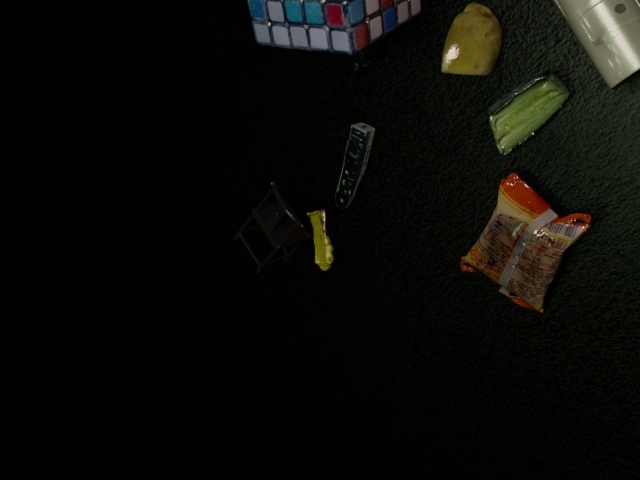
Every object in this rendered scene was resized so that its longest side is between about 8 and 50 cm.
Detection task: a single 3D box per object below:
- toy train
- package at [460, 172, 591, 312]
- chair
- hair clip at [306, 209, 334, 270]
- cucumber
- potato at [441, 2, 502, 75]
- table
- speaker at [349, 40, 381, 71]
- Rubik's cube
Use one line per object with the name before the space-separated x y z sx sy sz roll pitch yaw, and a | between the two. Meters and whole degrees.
toy train | 0.087 -0.190 1.691 0.052 0.051 0.233 31 127 28
package | 0.438 0.014 1.430 0.223 0.108 0.288 36 128 27
chair | -0.120 -0.043 1.852 0.154 0.141 0.260 55 133 13
hair clip | 0.000 0.000 1.834 0.072 0.046 0.173 -3 102 51
cucumber | 0.420 -0.278 1.361 0.115 0.085 0.193 29 135 -25
potato | 0.322 -0.423 1.362 0.081 0.120 0.149 15 115 37
table | 0.533 -0.404 1.189 0.126 0.126 0.219 -34 84 42
speaker | 0.109 -0.451 1.566 0.060 0.075 0.094 25 145 41
Rubik's cube | 0.023 -0.594 1.401 0.292 0.293 0.286 18 133 33
